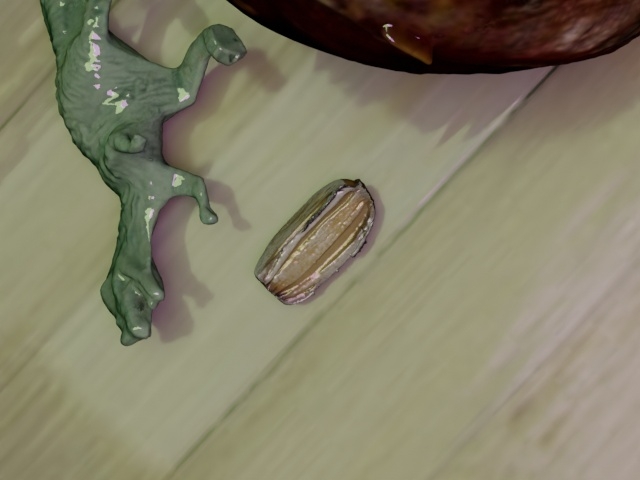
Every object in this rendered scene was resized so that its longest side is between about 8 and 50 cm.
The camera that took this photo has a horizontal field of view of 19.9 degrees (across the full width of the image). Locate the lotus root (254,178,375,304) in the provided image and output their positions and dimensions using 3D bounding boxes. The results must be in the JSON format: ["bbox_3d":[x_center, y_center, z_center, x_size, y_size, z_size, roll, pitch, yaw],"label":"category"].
[{"bbox_3d":[-0.001,-0.001,1.044,0.037,0.030,0.083,40,99,-22],"label":"lotus root"}]

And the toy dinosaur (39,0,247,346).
[{"bbox_3d":[-0.113,-0.136,1.043,0.129,0.076,0.383,-18,77,33],"label":"toy dinosaur"}]

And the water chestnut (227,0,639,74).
[{"bbox_3d":[0.076,-0.247,0.887,0.350,0.302,0.350,14,56,-22],"label":"water chestnut"}]
